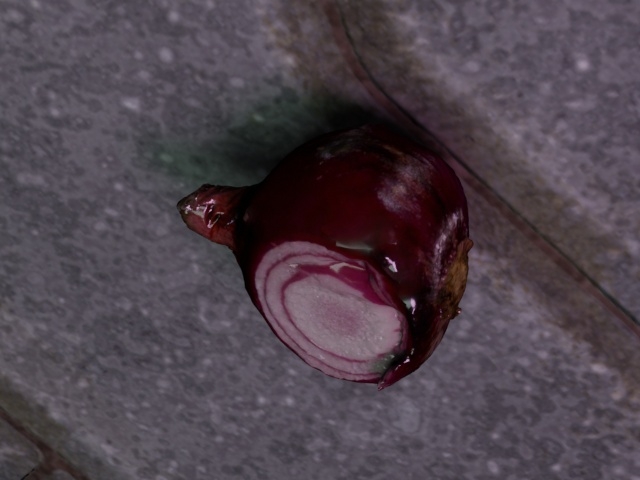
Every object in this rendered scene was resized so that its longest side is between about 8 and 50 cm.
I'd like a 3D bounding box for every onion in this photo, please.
[{"bbox_3d":[0.009,-0.008,1.122,0.198,0.135,0.173,27,135,21],"label":"onion"}]
